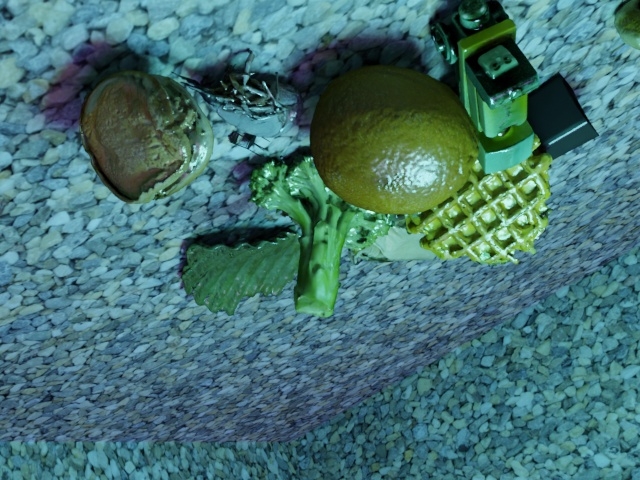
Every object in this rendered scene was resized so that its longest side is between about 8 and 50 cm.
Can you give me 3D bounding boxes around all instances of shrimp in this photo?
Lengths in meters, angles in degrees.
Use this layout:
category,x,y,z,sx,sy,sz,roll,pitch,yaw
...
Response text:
category,x,y,z,sx,sy,sz,roll,pitch,yaw
shrimp,-0.155,-0.290,1.427,0.145,0.116,0.343,-38,153,29

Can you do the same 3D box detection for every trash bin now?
category,x,y,z,sx,sy,sz,roll,pitch,yaw
trash bin,0.570,-0.288,1.837,0.226,0.165,0.115,-33,150,27

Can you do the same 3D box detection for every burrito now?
category,x,y,z,sx,sy,sz,roll,pitch,yaw
burrito,0.222,-0.027,2.089,0.332,0.135,0.190,-1,146,-29

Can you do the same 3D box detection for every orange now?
category,x,y,z,sx,sy,sz,roll,pitch,yaw
orange,0.157,-0.214,1.521,0.357,0.322,0.322,11,149,3

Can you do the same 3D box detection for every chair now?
category,x,y,z,sx,sy,sz,roll,pitch,yaw
chair,-0.161,-0.228,1.618,0.086,0.042,0.037,26,137,-6

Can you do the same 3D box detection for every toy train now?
category,x,y,z,sx,sy,sz,roll,pitch,yaw
toy train,0.363,-0.332,1.539,0.160,0.253,0.397,-23,152,2

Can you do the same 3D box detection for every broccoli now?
category,x,y,z,sx,sy,sz,roll,pitch,yaw
broccoli,0.032,-0.012,1.743,0.353,0.397,0.274,-20,154,-17

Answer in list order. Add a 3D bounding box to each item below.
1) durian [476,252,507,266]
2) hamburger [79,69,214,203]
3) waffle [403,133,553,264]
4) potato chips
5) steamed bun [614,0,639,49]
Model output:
category,x,y,z,sx,sy,sz,roll,pitch,yaw
durian,0.429,-0.096,1.910,0.198,0.394,0.163,-37,-158,-25
hamburger,-0.338,-0.195,1.334,0.146,0.286,0.243,-20,123,-64
waffle,0.398,-0.122,1.804,0.380,0.381,0.095,4,-162,11
potato chips,-0.211,0.081,2.046,0.373,0.097,0.389,-13,152,-15
steamed bun,0.776,-0.520,1.597,0.172,0.140,0.155,-5,144,-18
